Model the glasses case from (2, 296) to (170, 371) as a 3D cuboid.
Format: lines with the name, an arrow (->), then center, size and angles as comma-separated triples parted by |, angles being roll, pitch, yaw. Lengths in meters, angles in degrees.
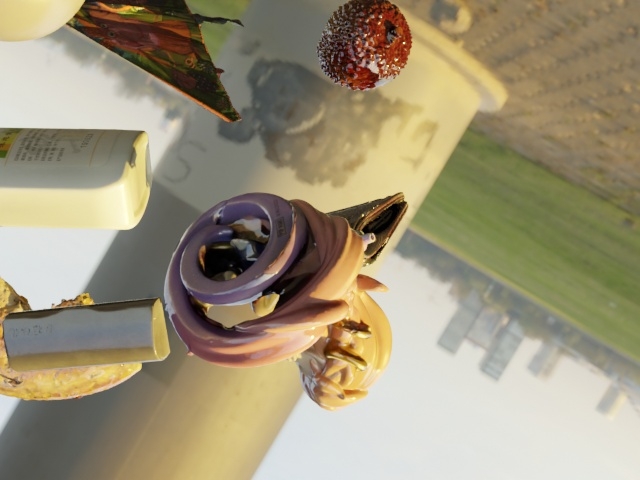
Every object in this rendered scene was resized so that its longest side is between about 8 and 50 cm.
glasses case -> -0.266, 0.108, 1.193 | 0.190, 0.072, 0.042 | -6, -172, 16

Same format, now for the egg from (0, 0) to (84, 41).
egg -> -0.249, -0.241, 0.797 | 0.199, 0.146, 0.146 | 57, -169, 17

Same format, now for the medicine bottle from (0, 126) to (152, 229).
medicine bottle -> -0.413, -0.091, 1.499 | 0.324, 0.124, 0.179 | 2, -146, 3

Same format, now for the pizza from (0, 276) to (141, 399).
pizza -> -0.389, 0.134, 1.424 | 0.305, 0.161, 0.085 | 11, 175, 2

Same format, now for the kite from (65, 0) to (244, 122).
kite -> -0.179, -0.224, 1.044 | 0.233, 0.016, 0.321 | 3, -137, -29

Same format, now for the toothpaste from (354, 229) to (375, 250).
toothpaste -> -0.002, 0.016, 1.338 | 0.169, 0.028, 0.045 | -17, 151, 37

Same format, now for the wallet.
wallet -> 0.000, 0.000, 1.583 | 0.071, 0.220, 0.262 | 69, -155, -11

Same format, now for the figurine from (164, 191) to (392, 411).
figurine -> -0.007, 0.039, 0.636 | 0.157, 0.114, 0.126 | 31, -159, -27

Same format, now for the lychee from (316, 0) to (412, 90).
lychee -> 0.054, -0.257, 1.392 | 0.129, 0.123, 0.123 | -9, 164, 24
